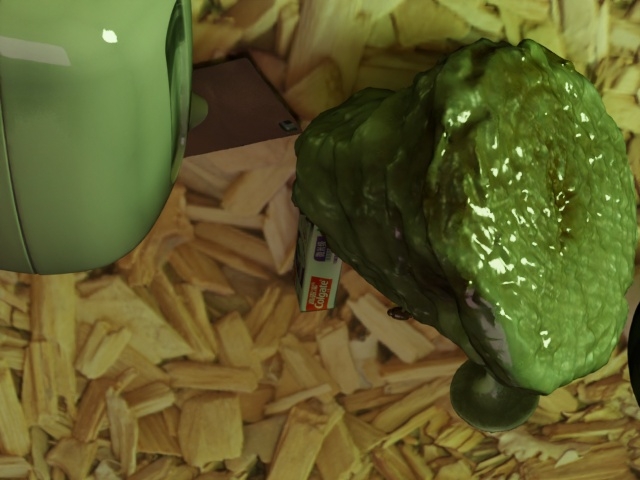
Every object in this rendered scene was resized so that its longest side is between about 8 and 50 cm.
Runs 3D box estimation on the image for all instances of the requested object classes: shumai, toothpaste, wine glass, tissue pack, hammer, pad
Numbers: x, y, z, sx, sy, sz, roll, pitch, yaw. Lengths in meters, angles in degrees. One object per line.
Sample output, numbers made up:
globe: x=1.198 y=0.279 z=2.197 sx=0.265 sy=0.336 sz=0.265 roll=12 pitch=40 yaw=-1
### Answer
shumai: x=0.092 y=-0.009 z=1.295 sx=0.263 sy=0.304 sz=0.309 roll=-6 pitch=141 yaw=35
toothpaste: x=0.000 y=0.000 z=1.520 sx=0.040 sy=0.047 sz=0.196 roll=-7 pitch=147 yaw=-10
wine glass: x=0.118 y=0.133 z=1.532 sx=0.096 sy=0.264 sz=0.309 roll=32 pitch=155 yaw=25
tissue pack: x=-0.208 y=-0.129 z=1.178 sx=0.236 sy=0.229 sz=0.333 roll=6 pitch=146 yaw=1
hammer: x=0.098 y=0.046 z=1.604 sx=0.029 sy=0.014 sz=0.123 roll=5 pitch=144 yaw=-16
pad: x=-0.122 y=-0.111 z=1.399 sx=0.187 sy=0.006 sz=0.113 roll=-11 pitch=145 yaw=23

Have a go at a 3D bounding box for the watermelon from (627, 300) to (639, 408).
watermelon: x=0.392 y=0.107 z=1.490 sx=0.212 sy=0.212 sz=0.212 roll=3 pitch=146 yaw=2
